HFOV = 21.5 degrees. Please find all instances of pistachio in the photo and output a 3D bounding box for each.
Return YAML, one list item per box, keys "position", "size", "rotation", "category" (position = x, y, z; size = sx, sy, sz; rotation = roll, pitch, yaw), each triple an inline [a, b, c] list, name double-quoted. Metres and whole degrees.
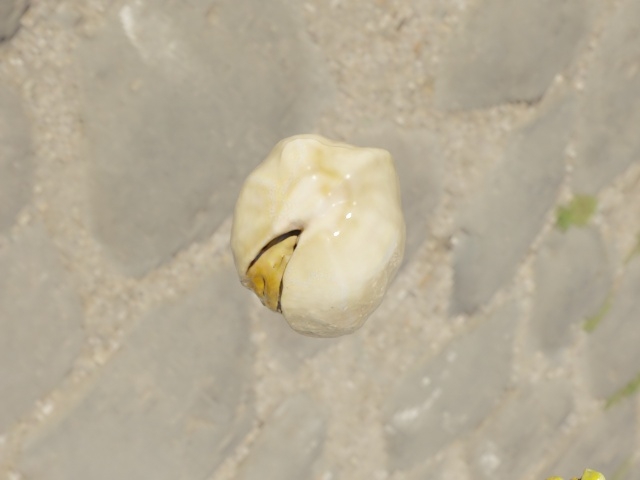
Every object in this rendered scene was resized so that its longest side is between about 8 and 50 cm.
- position: [0.000, 0.000, 1.456]
  size: [0.157, 0.157, 0.229]
  rotation: [-38, 161, -22]
  category: "pistachio"

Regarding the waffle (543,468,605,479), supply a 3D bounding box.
- position: [0.230, 0.317, 1.602]
  size: [0.160, 0.055, 0.211]
  rotation: [-49, 133, -27]
  category: "waffle"
